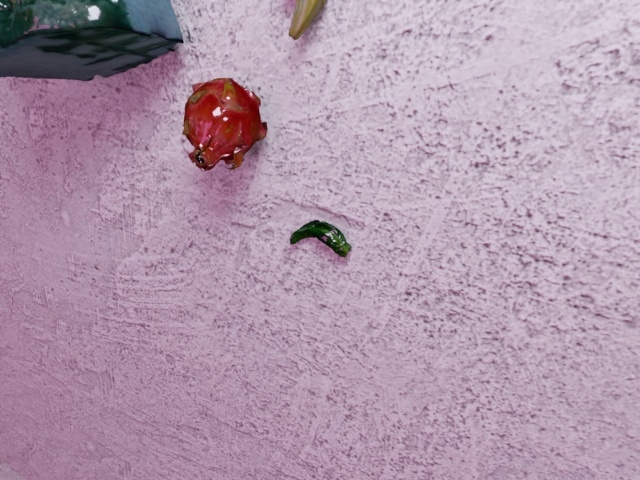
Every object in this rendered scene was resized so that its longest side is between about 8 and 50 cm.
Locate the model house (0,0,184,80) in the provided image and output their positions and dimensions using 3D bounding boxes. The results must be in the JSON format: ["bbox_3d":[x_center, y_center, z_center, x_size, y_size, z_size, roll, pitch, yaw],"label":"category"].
[{"bbox_3d":[-0.417,-0.447,0.623,0.295,0.252,0.329,-6,101,27],"label":"model house"}]

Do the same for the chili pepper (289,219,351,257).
[{"bbox_3d":[-0.001,-0.008,0.710,0.118,0.035,0.055,13,98,16],"label":"chili pepper"}]

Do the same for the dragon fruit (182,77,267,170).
[{"bbox_3d":[-0.155,-0.187,0.639,0.136,0.166,0.133,31,145,-22],"label":"dragon fruit"}]

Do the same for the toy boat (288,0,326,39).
[{"bbox_3d":[-0.023,-0.376,0.560,0.066,0.065,0.172,5,107,9],"label":"toy boat"}]
